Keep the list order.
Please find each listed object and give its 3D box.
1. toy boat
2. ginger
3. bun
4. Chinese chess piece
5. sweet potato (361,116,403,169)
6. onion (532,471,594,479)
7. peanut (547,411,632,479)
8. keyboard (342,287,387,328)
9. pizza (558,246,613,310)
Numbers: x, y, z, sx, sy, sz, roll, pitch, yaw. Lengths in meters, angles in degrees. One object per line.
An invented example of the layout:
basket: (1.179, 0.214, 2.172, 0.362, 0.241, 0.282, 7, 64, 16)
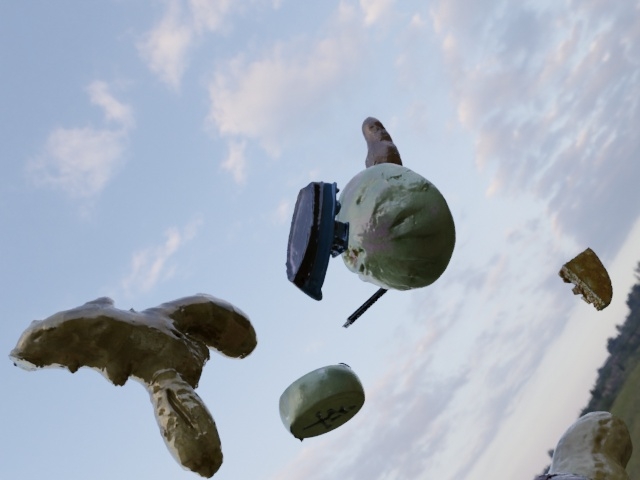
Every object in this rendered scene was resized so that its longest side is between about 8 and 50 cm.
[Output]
toy boat: (0.000, 0.000, 0.946, 0.097, 0.223, 0.100, 22, -32, -25)
ginger: (-0.271, 0.167, 0.908, 0.122, 0.348, 0.363, -46, 14, 32)
bun: (0.131, -0.008, 1.148, 0.187, 0.293, 0.293, -36, -35, -41)
Chinese chess piece: (0.004, 0.344, 1.152, 0.188, 0.083, 0.188, -17, -40, -15)
sweet potato: (0.165, -0.167, 1.360, 0.095, 0.355, 0.106, -12, -37, -2)
onion: (0.471, 0.561, 1.008, 0.280, 0.221, 0.281, -6, -44, -6)
peanut: (0.669, 0.581, 1.345, 0.387, 0.169, 0.192, -50, 5, -40)
keyboard: (0.148, 0.164, 1.508, 0.231, 0.023, 0.072, -39, -13, -29)
pizza: (0.633, 0.085, 1.307, 0.046, 0.134, 0.175, 116, 175, -48)
